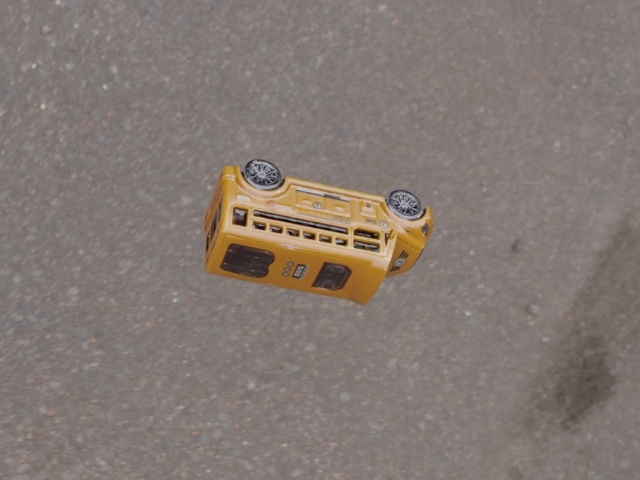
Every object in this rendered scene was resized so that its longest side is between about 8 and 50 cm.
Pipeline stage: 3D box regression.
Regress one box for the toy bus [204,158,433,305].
[{"bbox_3d":[0.000,0.000,0.846,0.194,0.083,0.088,11,49,-14],"label":"toy bus"}]
